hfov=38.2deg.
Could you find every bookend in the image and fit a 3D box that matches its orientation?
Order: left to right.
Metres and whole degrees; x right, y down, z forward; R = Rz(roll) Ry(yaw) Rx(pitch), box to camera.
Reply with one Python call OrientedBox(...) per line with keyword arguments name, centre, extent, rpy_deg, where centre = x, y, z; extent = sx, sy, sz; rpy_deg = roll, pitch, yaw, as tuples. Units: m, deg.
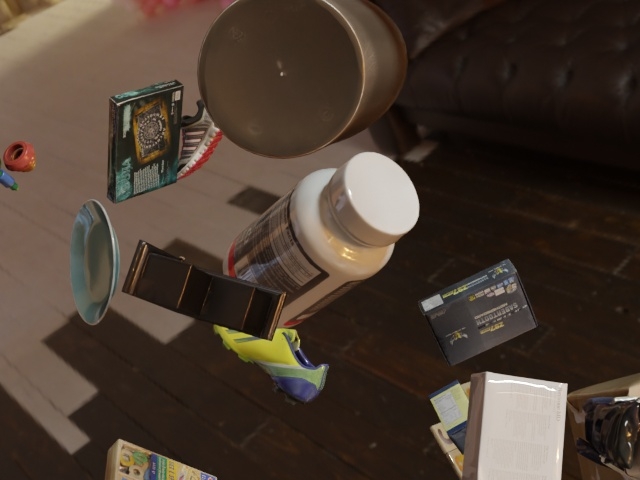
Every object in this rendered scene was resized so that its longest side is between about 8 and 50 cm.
OrientedBox(name="bookend", centre=(-0.150, 0.068, 1.218), extent=(0.156, 0.157, 0.072), rpy_deg=(14, 81, 22))

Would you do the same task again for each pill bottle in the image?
OrientedBox(name="pill bottle", centre=(0.000, 0.000, 1.389), extent=(0.318, 0.176, 0.176), rpy_deg=(-37, 14, 46))

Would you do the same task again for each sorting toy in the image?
OrientedBox(name="sorting toy", centre=(-0.450, -0.101, 1.327), extent=(0.101, 0.042, 0.061), rpy_deg=(-20, 56, 11))

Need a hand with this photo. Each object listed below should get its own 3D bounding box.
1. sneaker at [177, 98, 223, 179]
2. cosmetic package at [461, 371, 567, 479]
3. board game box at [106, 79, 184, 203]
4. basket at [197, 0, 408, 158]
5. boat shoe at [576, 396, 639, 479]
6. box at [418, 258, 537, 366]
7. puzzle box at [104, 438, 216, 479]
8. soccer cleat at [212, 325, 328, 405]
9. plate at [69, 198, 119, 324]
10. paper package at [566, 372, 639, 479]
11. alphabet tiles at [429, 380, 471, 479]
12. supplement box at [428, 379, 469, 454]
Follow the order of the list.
OrientedBox(name="sneaker", centre=(-0.223, -0.184, 1.636), extent=(0.170, 0.074, 0.063), rpy_deg=(-51, -4, 26))
OrientedBox(name="cosmetic package", centre=(0.209, 0.272, 1.020), extent=(0.098, 0.239, 0.060), rpy_deg=(9, -13, -7))
OrientedBox(name="board game box", centre=(-0.280, -0.157, 1.471), extent=(0.126, 0.186, 0.026), rpy_deg=(-24, 49, -38))
OrientedBox(name="basket", centre=(-0.021, -0.146, 0.796), extent=(0.204, 0.154, 0.227), rpy_deg=(-10, 11, 4))
OrientedBox(name="boat shoe", centre=(0.469, 0.243, 1.083), extent=(0.158, 0.340, 0.127), rpy_deg=(158, 127, -77))
OrientedBox(name="box", centre=(0.362, 0.169, 2.121), extent=(0.232, 0.183, 0.059), rpy_deg=(-25, 35, 4))
OrientedBox(name="puzzle box", centre=(-0.343, 0.641, 1.988), extent=(0.052, 0.272, 0.409), rpy_deg=(-47, 29, 25))
OrientedBox(name="soccer cleat", centre=(-0.100, 0.211, 1.858), extent=(0.289, 0.093, 0.121), rpy_deg=(37, 102, 26))
OrientedBox(name="plate", centre=(-0.335, 0.032, 1.386), extent=(0.024, 0.188, 0.188), rpy_deg=(0, 16, -33))
OrientedBox(name="paper package", centre=(0.641, 0.385, 1.662), extent=(0.324, 0.310, 0.168), rpy_deg=(-7, -9, -28))
OrientedBox(name="alphabet tiles", centre=(0.350, 0.413, 1.842), extent=(0.011, 0.285, 0.342), rpy_deg=(-41, -22, 31))
OrientedBox(name="supplement box", centre=(0.229, 0.291, 1.520), extent=(0.056, 0.083, 0.083), rpy_deg=(-30, 47, 6))
